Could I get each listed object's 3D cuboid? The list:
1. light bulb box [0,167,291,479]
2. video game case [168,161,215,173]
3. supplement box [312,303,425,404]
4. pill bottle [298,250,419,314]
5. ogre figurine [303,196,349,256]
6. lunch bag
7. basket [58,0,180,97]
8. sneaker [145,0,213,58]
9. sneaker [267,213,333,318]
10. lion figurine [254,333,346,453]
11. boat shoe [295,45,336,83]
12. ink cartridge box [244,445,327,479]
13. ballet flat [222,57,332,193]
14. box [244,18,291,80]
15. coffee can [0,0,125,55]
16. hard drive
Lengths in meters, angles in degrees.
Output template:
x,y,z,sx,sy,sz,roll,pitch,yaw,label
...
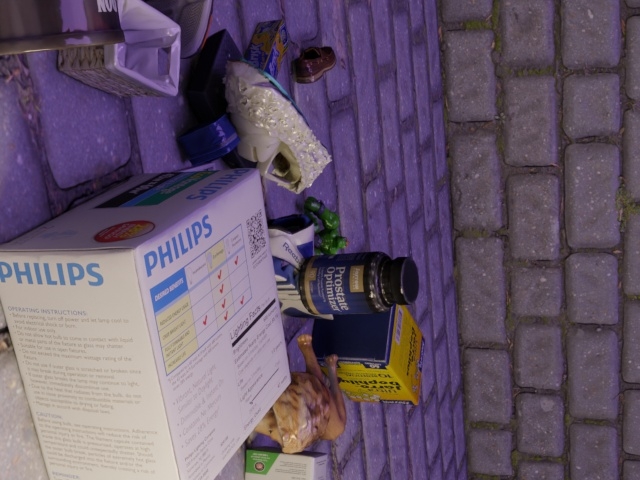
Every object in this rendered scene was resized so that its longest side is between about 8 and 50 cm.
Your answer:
x,y,z,sx,sy,sz,roll,pitch,yaw,label
-0.225,0.118,1.203,0.358,0.225,0.361,-44,130,-61,light bulb box
-0.220,-0.057,1.506,0.157,0.019,0.143,-32,121,-67,video game case
0.131,0.275,2.189,0.356,0.194,0.195,54,41,-57,supplement box
0.077,0.084,1.694,0.122,0.219,0.123,16,72,-60,pill bottle
0.000,0.000,1.996,0.118,0.096,0.197,-3,77,-52,ogre figurine
-0.192,-0.168,1.474,0.065,0.098,0.067,63,31,-16,lunch bag
-0.284,-0.274,1.216,0.167,0.103,0.113,16,75,-69,basket
-0.196,-0.452,1.415,0.180,0.124,0.321,-1,91,-68,sneaker
-0.046,0.048,1.816,0.315,0.127,0.182,48,48,-58,sneaker
-0.010,0.354,1.834,0.392,0.142,0.240,37,33,-56,lion figurine
-0.009,-0.423,1.996,0.178,0.064,0.060,-55,143,-52,boat shoe
-0.073,0.528,1.715,0.087,0.153,0.209,21,72,-67,ink cartridge box
-0.082,-0.184,1.570,0.409,0.146,0.147,41,52,-66,ballet flat
-0.112,-0.371,1.729,0.054,0.059,0.169,63,34,-47,box
-0.337,-0.346,0.937,0.201,0.201,0.276,-39,126,-64,coffee can
-0.167,-0.247,1.593,0.255,0.054,0.172,62,35,-53,hard drive
